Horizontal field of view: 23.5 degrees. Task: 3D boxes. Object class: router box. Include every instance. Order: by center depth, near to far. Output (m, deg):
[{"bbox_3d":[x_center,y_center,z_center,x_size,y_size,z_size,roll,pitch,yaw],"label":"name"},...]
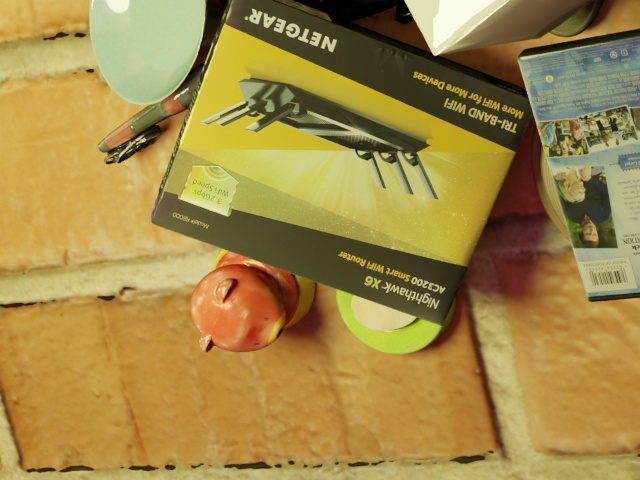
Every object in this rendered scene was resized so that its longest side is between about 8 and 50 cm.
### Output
[{"bbox_3d":[0.019,-0.083,1.492,0.309,0.081,0.243,19,103,-8],"label":"router box"}]

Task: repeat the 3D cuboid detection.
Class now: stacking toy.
[{"bbox_3d":[0.000,0.000,1.596,0.280,0.130,0.309,17,115,18],"label":"stacking toy"}]

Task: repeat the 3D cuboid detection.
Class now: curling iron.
[{"bbox_3d":[-0.141,-0.158,1.626,0.274,0.068,0.035,-34,90,35],"label":"curling iron"}]

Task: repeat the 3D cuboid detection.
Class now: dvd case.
[{"bbox_3d":[0.292,-0.065,1.359,0.180,0.022,0.253,-7,114,30],"label":"dvd case"}]

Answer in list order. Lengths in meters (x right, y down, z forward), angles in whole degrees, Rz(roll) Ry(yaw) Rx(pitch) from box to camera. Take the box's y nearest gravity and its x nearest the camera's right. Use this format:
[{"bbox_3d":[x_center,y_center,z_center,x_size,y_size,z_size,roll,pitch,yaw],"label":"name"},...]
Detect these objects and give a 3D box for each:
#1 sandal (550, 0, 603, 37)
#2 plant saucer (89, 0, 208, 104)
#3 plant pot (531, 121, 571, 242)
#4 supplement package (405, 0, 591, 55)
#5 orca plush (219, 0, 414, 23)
[{"bbox_3d":[0.237,-0.294,1.418,0.090,0.060,0.219,24,117,15],"label":"sandal"},{"bbox_3d":[-0.171,-0.238,1.611,0.195,0.037,0.195,2,93,45],"label":"plant saucer"},{"bbox_3d":[0.306,-0.066,1.445,0.237,0.110,0.237,8,111,21],"label":"plant pot"},{"bbox_3d":[0.137,-0.333,1.332,0.175,0.177,0.293,-35,78,40],"label":"supplement package"},{"bbox_3d":[0.010,-0.272,1.505,0.287,0.102,0.151,-4,107,26],"label":"orca plush"}]
